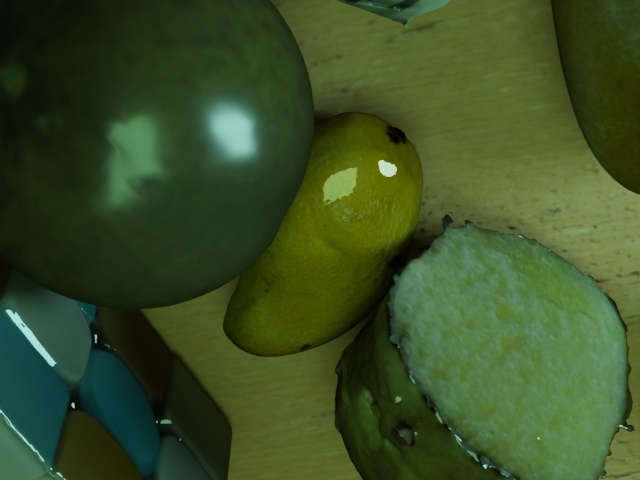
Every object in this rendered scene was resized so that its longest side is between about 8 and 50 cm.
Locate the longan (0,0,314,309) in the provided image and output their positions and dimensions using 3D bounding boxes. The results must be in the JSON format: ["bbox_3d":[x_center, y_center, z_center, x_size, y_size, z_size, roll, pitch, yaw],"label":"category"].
[{"bbox_3d":[-0.159,-0.102,1.108,0.319,0.319,0.319,0,117,-1],"label":"longan"}]

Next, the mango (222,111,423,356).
[{"bbox_3d":[0.000,-0.004,1.265,0.157,0.109,0.262,20,122,-21],"label":"mango"}]

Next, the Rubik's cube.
[{"bbox_3d":[-0.313,0.220,1.241,0.347,0.344,0.346,-27,113,14],"label":"Rubik's cube"}]

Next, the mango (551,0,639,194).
[{"bbox_3d":[0.298,-0.207,1.121,0.221,0.199,0.384,-3,104,8],"label":"mango"}]

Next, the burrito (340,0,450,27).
[{"bbox_3d":[-0.076,-0.289,1.108,0.445,0.101,0.139,16,136,-5],"label":"burrito"}]

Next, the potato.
[{"bbox_3d":[0.120,0.158,1.280,0.289,0.301,0.237,43,132,-6],"label":"potato"}]
